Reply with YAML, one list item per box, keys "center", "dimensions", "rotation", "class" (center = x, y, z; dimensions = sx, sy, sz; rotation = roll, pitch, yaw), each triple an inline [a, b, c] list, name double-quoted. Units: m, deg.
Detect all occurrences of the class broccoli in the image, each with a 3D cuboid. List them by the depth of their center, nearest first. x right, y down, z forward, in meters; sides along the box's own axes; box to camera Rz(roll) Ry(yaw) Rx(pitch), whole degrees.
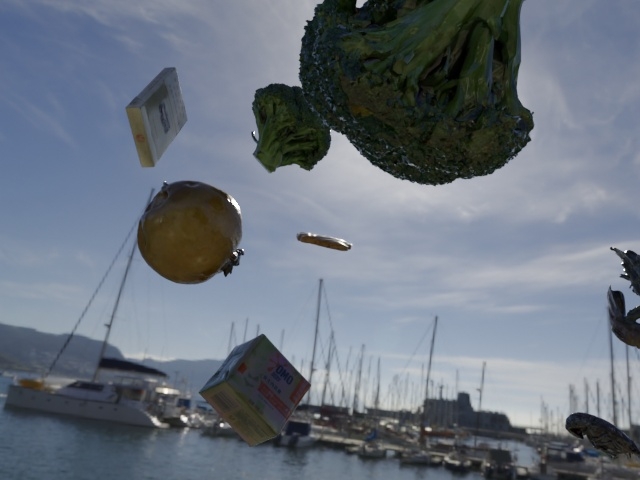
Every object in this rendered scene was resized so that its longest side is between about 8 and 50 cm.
- center: [0.115, -0.196, 0.618]
  dimensions: [0.308, 0.307, 0.275]
  rotation: [13, -45, -20]
  class: "broccoli"
- center: [-0.094, -0.303, 1.509]
  dimensions: [0.261, 0.241, 0.269]
  rotation: [40, -4, -9]
  class: "broccoli"

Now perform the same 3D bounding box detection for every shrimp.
- center: [0.511, 0.089, 0.887]
  dimensions: [0.047, 0.223, 0.126]
  rotation: [40, -66, -23]
  class: "shrimp"
- center: [0.560, 0.388, 1.067]
  dimensions: [0.165, 0.065, 0.057]
  rotation: [33, 31, 31]
  class: "shrimp"

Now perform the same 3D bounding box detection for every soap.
- center: [-0.158, 0.368, 1.367]
  dimensions: [0.199, 0.182, 0.138]
  rotation: [48, -49, -7]
  class: "soap"

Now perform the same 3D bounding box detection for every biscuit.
- center: [0.000, 0.000, 1.639]
  dimensions: [0.163, 0.035, 0.250]
  rotation: [13, 0, -35]
  class: "biscuit"

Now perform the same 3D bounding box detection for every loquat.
- center: [-0.272, -0.012, 1.195]
  dimensions: [0.244, 0.243, 0.244]
  rotation: [6, -17, 2]
  class: "loquat"

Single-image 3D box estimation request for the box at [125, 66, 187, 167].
- center: [-0.237, -0.185, 0.811]
  dimensions: [0.024, 0.166, 0.090]
  rotation: [0, -55, 6]
  class: "box"
